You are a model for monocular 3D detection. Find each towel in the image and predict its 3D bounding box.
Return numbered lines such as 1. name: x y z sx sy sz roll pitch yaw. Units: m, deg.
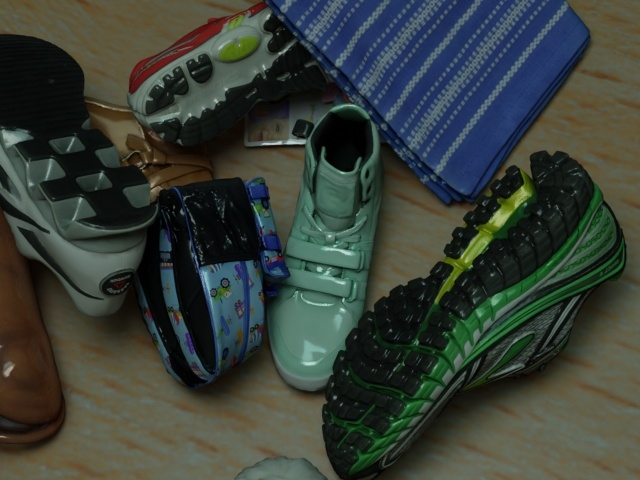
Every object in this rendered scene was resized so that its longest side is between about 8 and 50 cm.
1. towel: 0.097 -0.226 1.460 0.336 0.040 0.243 46 72 -22

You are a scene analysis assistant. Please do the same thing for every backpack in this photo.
1. backpack: -0.100 0.041 1.410 0.117 0.158 0.173 -12 82 -28

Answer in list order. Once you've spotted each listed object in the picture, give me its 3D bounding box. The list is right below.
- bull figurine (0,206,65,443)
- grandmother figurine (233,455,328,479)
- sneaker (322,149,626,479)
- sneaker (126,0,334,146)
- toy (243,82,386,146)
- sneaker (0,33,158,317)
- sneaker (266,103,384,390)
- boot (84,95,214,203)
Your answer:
1. bull figurine: -0.332 0.043 1.431 0.188 0.101 0.310 -7 66 -39
2. grandmother figurine: -0.101 0.327 1.312 0.208 0.104 0.342 37 69 -9
3. sneaker: 0.141 0.092 1.369 0.343 0.146 0.134 -45 30 3
4. sneaker: -0.061 -0.193 1.488 0.279 0.107 0.118 -25 32 -13
5. toy: 0.041 -0.165 1.539 0.237 0.056 0.137 -2 66 5
6. sneaker: -0.257 -0.061 1.424 0.122 0.146 0.330 -9 45 -26
7. sneaker: 0.000 -0.001 1.416 0.094 0.151 0.256 8 68 8
8. boot: -0.204 -0.070 1.515 0.197 0.073 0.152 -22 69 -1
